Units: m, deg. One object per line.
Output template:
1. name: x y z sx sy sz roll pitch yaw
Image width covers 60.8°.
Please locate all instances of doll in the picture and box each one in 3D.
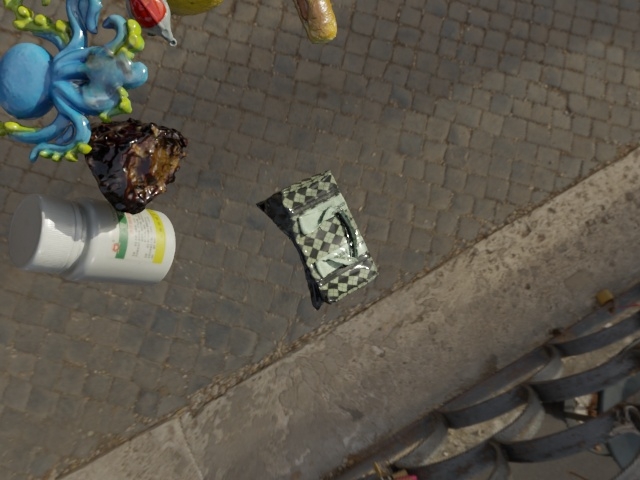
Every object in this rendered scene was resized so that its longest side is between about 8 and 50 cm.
1. doll: -0.401 -0.536 1.231 0.102 0.075 0.227 -36 126 5
2. doll: -0.499 -0.322 1.063 0.342 0.099 0.345 3 94 4

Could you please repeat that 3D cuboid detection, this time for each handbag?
1. handbag: 0.000 0.000 1.798 0.317 0.180 0.415 -33 97 -53

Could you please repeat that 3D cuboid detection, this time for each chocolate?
1. chocolate: -0.378 -0.180 1.204 0.177 0.224 0.206 -18 79 12

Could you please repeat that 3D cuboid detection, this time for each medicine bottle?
1. medicine bottle: -0.555 0.001 1.345 0.208 0.340 0.208 -8 77 37

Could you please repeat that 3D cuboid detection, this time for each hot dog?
1. hot dog: -0.033 -0.515 1.028 0.088 0.061 0.285 -44 121 -37

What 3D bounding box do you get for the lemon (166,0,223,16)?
1. lemon: -0.345 -0.748 1.378 0.336 0.336 0.335 1 79 -4

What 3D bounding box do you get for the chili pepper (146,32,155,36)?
1. chili pepper: -0.412 -0.537 1.351 0.035 0.118 0.055 13 112 -14
